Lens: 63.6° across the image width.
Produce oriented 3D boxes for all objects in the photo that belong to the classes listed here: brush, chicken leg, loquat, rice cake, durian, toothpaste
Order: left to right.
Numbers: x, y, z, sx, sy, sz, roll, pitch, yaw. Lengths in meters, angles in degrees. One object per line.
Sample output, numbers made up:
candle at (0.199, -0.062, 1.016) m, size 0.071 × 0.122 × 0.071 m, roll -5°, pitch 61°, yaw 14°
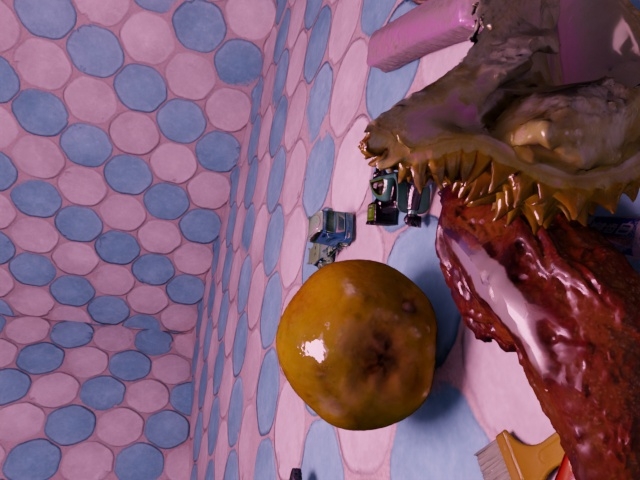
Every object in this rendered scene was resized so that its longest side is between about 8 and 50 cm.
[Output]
loquat at (0.041, 0.130, 0.671) m, size 0.246 × 0.214 × 0.213 m, roll -178°, pitch 97°, yaw -74°
rice cake at (0.154, -0.319, 0.787) m, size 0.365 × 0.056 × 0.072 m, roll -151°, pitch 74°, yaw -70°
durian at (0.159, -0.105, 0.379) m, size 0.172 × 0.306 × 0.166 m, roll 23°, pitch 142°, yaw 43°
chicken leg at (0.173, 0.085, 0.390) m, size 0.158 × 0.096 × 0.406 m, roll 118°, pitch 150°, yaw -47°
brush at (0.204, 0.183, 0.448) m, size 0.083 × 0.011 × 0.205 m, roll -100°, pitch 27°, yaw -44°
toothpaste at (0.235, -0.005, 0.427) m, size 0.170 × 0.028 × 0.045 m, roll -163°, pitch 85°, yaw -70°

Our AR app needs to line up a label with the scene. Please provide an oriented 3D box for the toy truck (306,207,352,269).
toy truck at (0.000, 0.000, 1.033) m, size 0.175 × 0.081 × 0.067 m, roll 131°, pitch 146°, yaw -57°

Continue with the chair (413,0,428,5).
chair at (0.118, -0.539, 0.808) m, size 0.175 × 0.183 × 0.326 m, roll 123°, pitch 152°, yaw -51°

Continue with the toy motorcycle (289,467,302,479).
toy motorcycle at (-0.054, 0.524, 0.916) m, size 0.122 × 0.082 × 0.213 m, roll -179°, pitch 97°, yaw -72°

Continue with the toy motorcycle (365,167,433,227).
toy motorcycle at (0.119, -0.067, 0.761) m, size 0.173 × 0.058 × 0.100 m, roll 180°, pitch 92°, yaw -73°

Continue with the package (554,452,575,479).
package at (0.207, 0.211, 0.395) m, size 0.083 × 0.022 × 0.200 m, roll 39°, pitch 117°, yaw 60°
